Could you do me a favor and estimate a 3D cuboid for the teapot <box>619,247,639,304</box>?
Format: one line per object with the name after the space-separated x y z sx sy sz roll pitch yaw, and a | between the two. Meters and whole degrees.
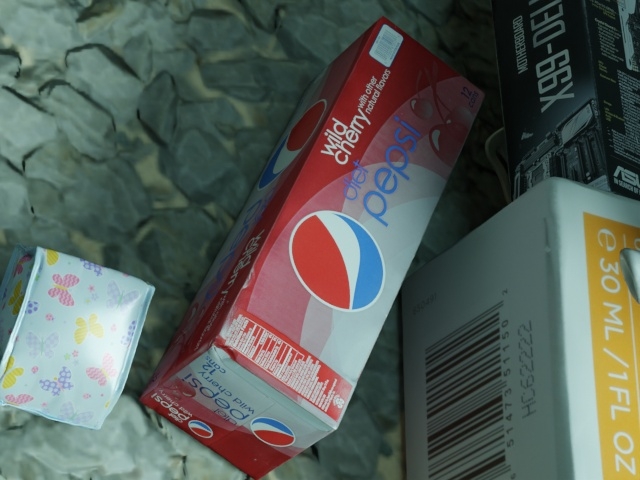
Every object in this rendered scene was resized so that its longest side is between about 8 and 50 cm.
0.319 0.044 0.984 0.256 0.187 0.252 45 20 17 | teapot

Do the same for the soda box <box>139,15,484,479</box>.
0.000 0.000 1.060 0.083 0.092 0.263 37 51 -13 | soda box

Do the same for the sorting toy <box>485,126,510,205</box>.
0.145 -0.050 1.218 0.075 0.045 0.083 -15 78 -28 | sorting toy

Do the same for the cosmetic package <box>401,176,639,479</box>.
0.279 0.143 1.123 0.453 0.161 0.230 14 59 -27 | cosmetic package

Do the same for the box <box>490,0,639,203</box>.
0.242 -0.073 1.222 0.307 0.076 0.242 22 53 -38 | box

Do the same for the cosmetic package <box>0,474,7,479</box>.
-0.165 0.206 0.833 0.309 0.113 0.160 44 51 -6 | cosmetic package

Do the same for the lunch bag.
-0.135 0.050 0.972 0.071 0.053 0.083 19 83 -25 | lunch bag
